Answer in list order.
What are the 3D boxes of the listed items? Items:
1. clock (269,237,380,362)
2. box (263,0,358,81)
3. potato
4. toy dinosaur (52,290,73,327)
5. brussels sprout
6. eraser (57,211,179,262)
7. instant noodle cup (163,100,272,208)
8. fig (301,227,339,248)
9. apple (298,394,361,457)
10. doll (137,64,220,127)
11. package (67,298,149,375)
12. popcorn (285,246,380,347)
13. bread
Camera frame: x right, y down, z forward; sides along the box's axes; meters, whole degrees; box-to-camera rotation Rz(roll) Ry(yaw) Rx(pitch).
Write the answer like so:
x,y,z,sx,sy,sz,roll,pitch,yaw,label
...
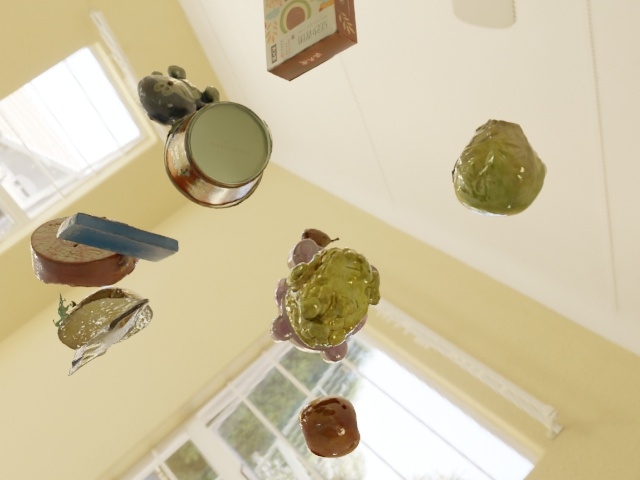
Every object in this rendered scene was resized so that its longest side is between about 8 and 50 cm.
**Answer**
x,y,z,sx,sy,sz,roll,pitch,yaw,label
0.004,0.186,2.111,0.295,0.322,0.113,23,-18,-7,clock
-0.046,-0.828,2.529,0.344,0.386,0.122,-18,-22,39,box
-0.692,0.227,2.217,0.116,0.299,0.239,63,1,34,potato
-0.616,0.166,1.652,0.083,0.062,0.021,42,5,33,toy dinosaur
0.560,-0.211,2.165,0.273,0.242,0.317,42,-57,24,brussels sprout
-0.571,-0.005,1.980,0.311,0.043,0.144,18,-26,-36,eraser
-0.263,-0.238,1.880,0.296,0.296,0.214,53,-18,-9,instant noodle cup
0.000,0.000,2.259,0.089,0.125,0.089,-2,90,-89,fig
0.029,0.542,2.022,0.181,0.168,0.181,162,-90,-81,apple
-0.431,-0.421,2.053,0.228,0.154,0.258,35,16,5,doll
-0.428,0.195,1.403,0.027,0.173,0.171,47,-37,3,package
0.013,0.147,1.807,0.235,0.250,0.242,39,-32,8,popcorn
-0.729,0.034,2.162,0.327,0.295,0.114,9,-60,7,bread
